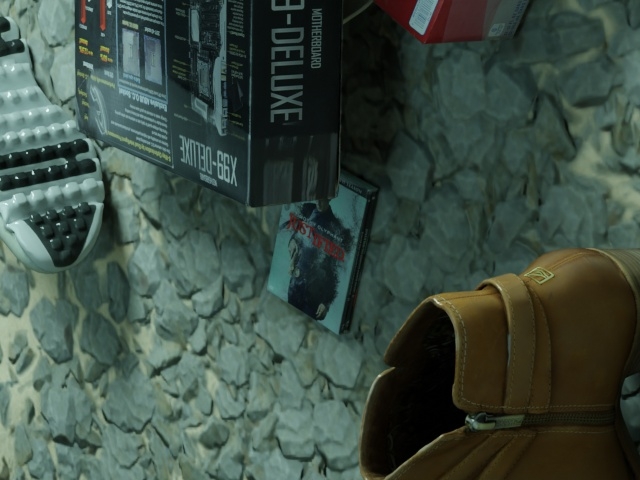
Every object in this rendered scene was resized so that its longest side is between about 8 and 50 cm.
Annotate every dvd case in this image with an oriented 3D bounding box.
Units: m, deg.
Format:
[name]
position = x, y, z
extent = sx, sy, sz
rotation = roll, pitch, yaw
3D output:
[dvd case]
position = 0.000, 0.000, 1.415
extent = 0.087, 0.013, 0.119
rotation = 32, 118, 40

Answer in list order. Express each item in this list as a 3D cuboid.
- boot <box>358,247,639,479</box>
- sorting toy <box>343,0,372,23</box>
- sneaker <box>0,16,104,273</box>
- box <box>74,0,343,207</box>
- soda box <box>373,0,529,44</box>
[boot]
position = 0.117, 0.137, 1.157
extent = 0.109, 0.220, 0.283
rotation = 39, 124, 36
[sorting toy]
position = 0.006, -0.184, 1.359
extent = 0.075, 0.045, 0.083
rotation = -18, 80, 38
[sneaker]
position = -0.275, -0.075, 1.644
extent = 0.292, 0.110, 0.118
rotation = 61, 142, 32
[box]
position = -0.090, -0.174, 1.384
extent = 0.307, 0.076, 0.243
rotation = 23, 116, 57
[soda box]
position = 0.117, -0.255, 1.183
extent = 0.083, 0.092, 0.263
rotation = 46, 128, 33
